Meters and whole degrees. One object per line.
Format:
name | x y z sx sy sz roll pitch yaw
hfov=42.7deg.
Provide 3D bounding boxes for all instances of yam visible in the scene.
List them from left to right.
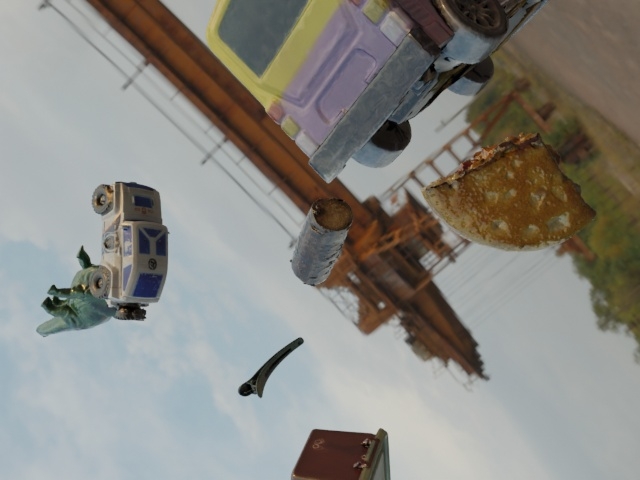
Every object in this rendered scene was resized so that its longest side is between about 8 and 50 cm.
yam | -0.001 0.001 2.189 0.131 0.280 0.131 7 -125 -10

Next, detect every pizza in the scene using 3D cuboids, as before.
pizza | 0.427 -0.108 1.838 0.408 0.278 0.114 2 -167 -8

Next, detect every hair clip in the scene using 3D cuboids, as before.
hair clip | -0.118 0.312 2.057 0.229 0.070 0.039 -47 -57 -43

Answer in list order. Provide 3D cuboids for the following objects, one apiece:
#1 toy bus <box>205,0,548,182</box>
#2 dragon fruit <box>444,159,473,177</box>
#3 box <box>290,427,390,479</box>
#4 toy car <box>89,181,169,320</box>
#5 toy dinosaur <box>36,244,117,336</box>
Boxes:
toy bus | 0.105 -0.280 0.896 0.249 0.209 0.440 47 -131 4
dragon fruit | 0.383 -0.107 1.984 0.172 0.160 0.166 48 -172 -5
box | 0.046 0.536 1.694 0.193 0.167 0.294 -59 -32 -57
toy car | -0.228 0.012 0.995 0.080 0.070 0.171 10 -103 -53
toy dinosaur | -0.388 0.093 1.275 0.120 0.291 0.079 48 -144 -30
